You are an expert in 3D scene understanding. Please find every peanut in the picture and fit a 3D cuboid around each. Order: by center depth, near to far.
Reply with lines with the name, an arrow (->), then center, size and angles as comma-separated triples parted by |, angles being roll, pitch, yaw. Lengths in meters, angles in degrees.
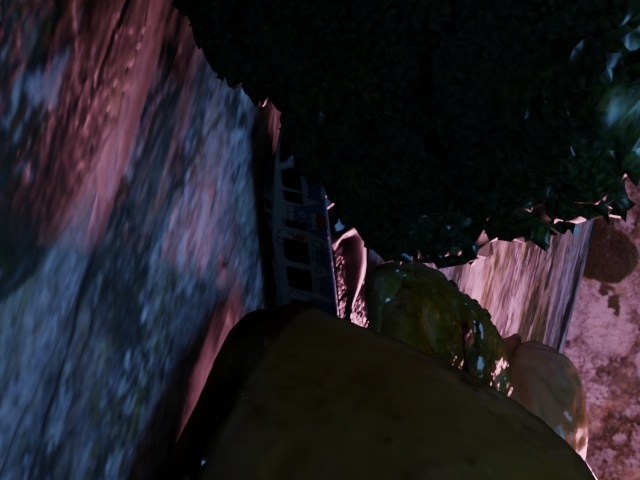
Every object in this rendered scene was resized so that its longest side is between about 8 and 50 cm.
peanut -> 0.133, 0.233, 1.609 | 0.149, 0.149, 0.313 | 15, 93, -78

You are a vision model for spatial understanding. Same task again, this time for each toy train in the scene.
toy train -> 0.000, 0.000, 0.917 | 0.207, 0.047, 0.043 | 86, 20, -54

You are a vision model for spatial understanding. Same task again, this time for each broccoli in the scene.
broccoli -> 0.078, -0.138, 0.631 | 0.308, 0.275, 0.307 | 173, -90, -84

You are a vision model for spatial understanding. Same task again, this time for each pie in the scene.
pie -> 0.062, 0.160, 1.206 | 0.323, 0.071, 0.323 | 1, 90, -75

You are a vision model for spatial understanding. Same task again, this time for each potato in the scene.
potato -> 0.034, 0.182, 0.827 | 0.242, 0.243, 0.285 | 87, 22, -55
